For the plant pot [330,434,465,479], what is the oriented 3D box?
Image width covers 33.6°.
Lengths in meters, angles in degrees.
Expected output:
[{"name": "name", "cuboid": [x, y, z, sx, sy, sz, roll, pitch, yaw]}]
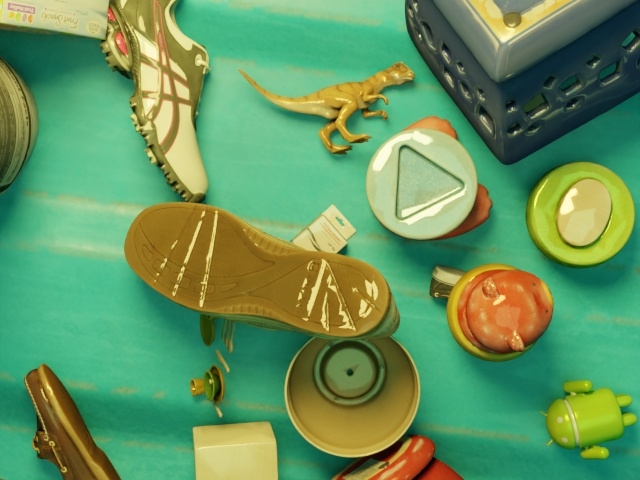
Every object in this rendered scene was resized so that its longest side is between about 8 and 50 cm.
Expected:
[{"name": "plant pot", "cuboid": [0.105, 0.344, 1.299, 0.191, 0.191, 0.174, -31, 91, 3]}]

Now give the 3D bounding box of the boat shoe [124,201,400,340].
[{"name": "boat shoe", "cuboid": [-0.073, 0.050, 1.241, 0.341, 0.110, 0.122, 19, 79, 21]}]

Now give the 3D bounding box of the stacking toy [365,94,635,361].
[{"name": "stacking toy", "cuboid": [0.218, -0.038, 1.248, 0.279, 0.130, 0.309, -37, 85, 1]}]

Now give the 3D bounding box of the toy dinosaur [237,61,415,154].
[{"name": "toy dinosaur", "cuboid": [0.012, -0.165, 1.299, 0.211, 0.064, 0.112, -11, 80, -9]}]

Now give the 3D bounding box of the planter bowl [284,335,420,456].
[{"name": "planter bowl", "cuboid": [0.038, 0.173, 1.311, 0.162, 0.109, 0.162, 0, 96, 0]}]

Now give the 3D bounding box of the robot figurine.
[{"name": "robot figurine", "cuboid": [0.339, 0.226, 1.346, 0.115, 0.067, 0.101, -13, 88, 1]}]

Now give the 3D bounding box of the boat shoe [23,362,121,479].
[{"name": "boat shoe", "cuboid": [-0.323, 0.257, 1.332, 0.073, 0.073, 0.207, -27, 97, 0]}]

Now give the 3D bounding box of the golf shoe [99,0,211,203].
[{"name": "golf shoe", "cuboid": [-0.176, -0.176, 1.265, 0.120, 0.105, 0.273, -22, 98, -6]}]

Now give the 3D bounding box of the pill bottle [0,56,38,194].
[{"name": "pill bottle", "cuboid": [-0.429, -0.121, 1.132, 0.210, 0.363, 0.210, 0, 98, -2]}]

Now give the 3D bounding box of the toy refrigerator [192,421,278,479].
[{"name": "toy refrigerator", "cuboid": [-0.105, 0.373, 1.345, 0.102, 0.094, 0.270, -4, 98, -8]}]

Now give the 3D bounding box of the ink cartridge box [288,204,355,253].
[{"name": "ink cartridge box", "cuboid": [0.000, 0.000, 1.327, 0.083, 0.028, 0.048, -42, 97, 4]}]

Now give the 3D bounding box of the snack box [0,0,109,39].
[{"name": "snack box", "cuboid": [-0.368, -0.270, 1.173, 0.207, 0.174, 0.070, 10, 98, 26]}]

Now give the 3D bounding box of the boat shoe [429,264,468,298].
[{"name": "boat shoe", "cuboid": [0.205, 0.069, 1.335, 0.142, 0.049, 0.040, 18, 105, 2]}]

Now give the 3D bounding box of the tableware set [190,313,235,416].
[{"name": "tableware set", "cuboid": [-0.140, 0.134, 1.312, 0.024, 0.104, 0.154, -5, 123, -25]}]

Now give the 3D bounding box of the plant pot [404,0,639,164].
[{"name": "plant pot", "cuboid": [0.231, -0.260, 1.162, 0.236, 0.212, 0.236, -31, 65, 2]}]
